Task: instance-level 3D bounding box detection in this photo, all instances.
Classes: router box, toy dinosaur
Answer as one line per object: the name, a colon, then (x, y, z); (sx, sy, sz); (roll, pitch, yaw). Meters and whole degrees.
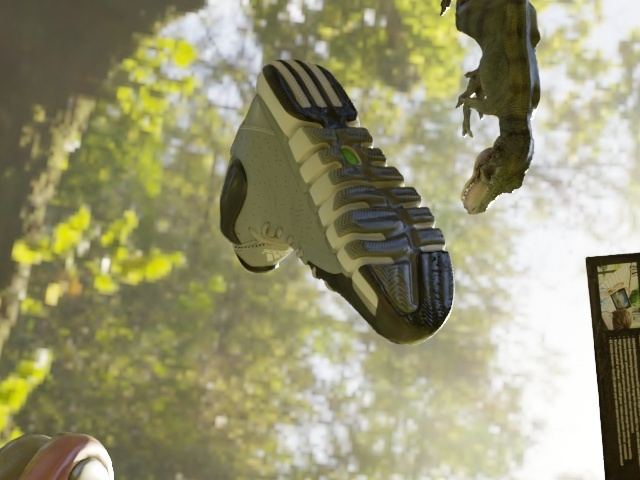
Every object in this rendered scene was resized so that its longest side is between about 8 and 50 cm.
router box: (0.254, 0.094, 1.014); (0.133, 0.179, 0.046); (-6, -6, 19)
toy dinosaur: (0.121, -0.148, 1.054); (0.064, 0.268, 0.118); (2, -4, -16)

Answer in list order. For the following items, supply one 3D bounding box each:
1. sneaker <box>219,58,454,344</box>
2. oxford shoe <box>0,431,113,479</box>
sneaker: (0.000, 0.000, 1.003); (0.086, 0.229, 0.132); (1, -40, -37)
oxford shoe: (-0.243, 0.238, 0.686); (0.146, 0.397, 0.140); (23, -27, 23)
